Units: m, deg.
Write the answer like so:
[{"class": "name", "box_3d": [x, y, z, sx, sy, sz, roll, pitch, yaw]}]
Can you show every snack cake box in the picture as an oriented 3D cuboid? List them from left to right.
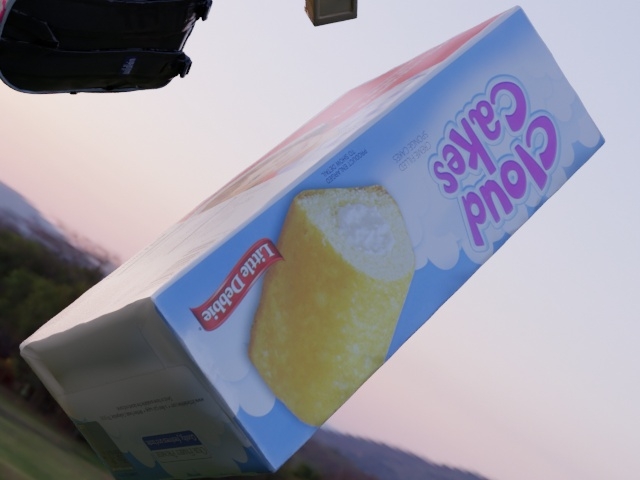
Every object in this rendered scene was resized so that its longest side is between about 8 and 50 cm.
[{"class": "snack cake box", "box_3d": [0.000, 0.000, 0.569, 0.089, 0.264, 0.152, 55, -34, -9]}]

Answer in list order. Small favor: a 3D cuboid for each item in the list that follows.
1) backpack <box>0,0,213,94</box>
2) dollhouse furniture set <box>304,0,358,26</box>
[{"class": "backpack", "box_3d": [-0.287, -0.288, 1.383, 0.191, 0.253, 0.225, 54, -43, 25]}, {"class": "dollhouse furniture set", "box_3d": [-0.058, -0.275, 0.972, 0.182, 0.161, 0.101, 90, -19, -44]}]
